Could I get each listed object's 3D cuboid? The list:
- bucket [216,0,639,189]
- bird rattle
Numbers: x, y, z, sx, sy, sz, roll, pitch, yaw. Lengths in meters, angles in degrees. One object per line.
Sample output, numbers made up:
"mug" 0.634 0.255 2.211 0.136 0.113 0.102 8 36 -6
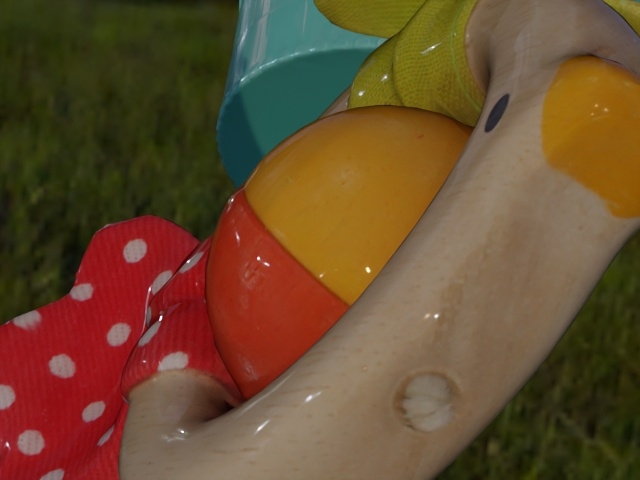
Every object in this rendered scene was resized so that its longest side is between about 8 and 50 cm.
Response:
"bucket" 0.074 -0.108 1.016 0.281 0.183 0.281 12 -31 7
"bird rattle" 0.000 0.000 0.419 0.143 0.253 0.207 49 8 -15
